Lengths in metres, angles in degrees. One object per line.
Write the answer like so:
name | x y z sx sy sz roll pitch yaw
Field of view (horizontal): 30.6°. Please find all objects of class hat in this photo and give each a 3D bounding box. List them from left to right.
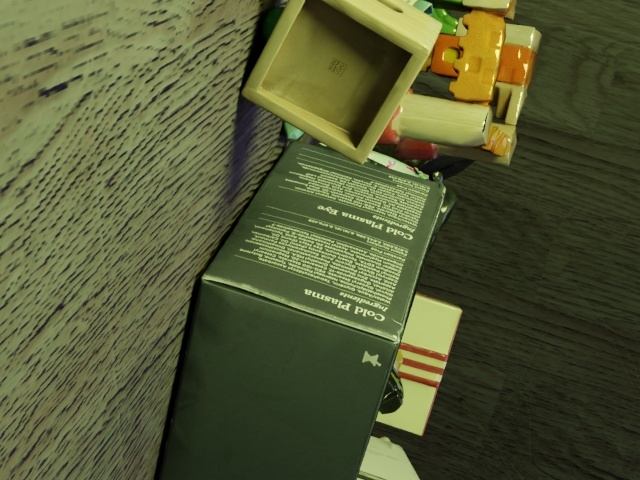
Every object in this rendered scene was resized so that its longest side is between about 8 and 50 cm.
hat | 0.138 -0.153 1.852 0.331 0.331 0.134 26 43 -85

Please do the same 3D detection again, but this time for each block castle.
block castle | 0.162 -0.327 1.464 0.303 0.213 0.453 4 97 -73

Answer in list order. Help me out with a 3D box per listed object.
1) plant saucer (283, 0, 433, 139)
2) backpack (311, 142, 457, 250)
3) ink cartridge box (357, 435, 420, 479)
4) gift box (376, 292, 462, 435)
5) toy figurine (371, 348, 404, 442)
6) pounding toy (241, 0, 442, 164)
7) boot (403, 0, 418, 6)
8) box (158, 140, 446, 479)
plant saucer | 0.036 -0.172 1.171 0.192 0.018 0.067 -41 179 8
backpack | 0.047 -0.036 1.332 0.152 0.182 0.115 -61 172 1
ink cartridge box | 0.021 0.424 1.409 0.395 0.166 0.285 -124 -125 -73
gift box | 0.084 0.166 1.952 0.276 0.258 0.255 61 47 -82
toy figurine | 0.007 0.230 1.647 0.148 0.210 0.213 -91 -167 -72
pounding toy | 0.011 -0.162 0.914 0.130 0.141 0.100 -59 -178 29
boot | 0.035 -0.250 0.997 0.213 0.077 0.165 -42 147 -3
box | -0.021 0.127 1.160 0.312 0.179 0.343 -65 171 -61
